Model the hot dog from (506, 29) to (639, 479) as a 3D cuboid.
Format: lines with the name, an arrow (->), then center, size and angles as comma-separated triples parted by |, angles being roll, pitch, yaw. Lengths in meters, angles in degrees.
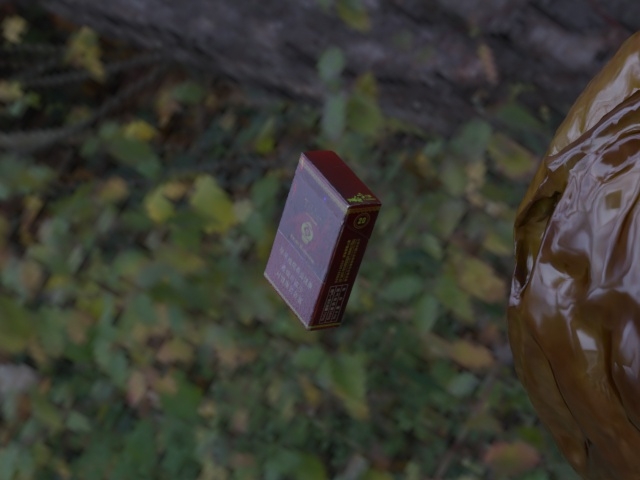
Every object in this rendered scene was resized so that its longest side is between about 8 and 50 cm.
hot dog -> 0.207, 0.050, 0.457 | 0.174, 0.267, 0.387 | -56, 28, -3

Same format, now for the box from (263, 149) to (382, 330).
box -> 0.000, 0.000, 0.967 | 0.051, 0.023, 0.082 | 48, 132, 40
